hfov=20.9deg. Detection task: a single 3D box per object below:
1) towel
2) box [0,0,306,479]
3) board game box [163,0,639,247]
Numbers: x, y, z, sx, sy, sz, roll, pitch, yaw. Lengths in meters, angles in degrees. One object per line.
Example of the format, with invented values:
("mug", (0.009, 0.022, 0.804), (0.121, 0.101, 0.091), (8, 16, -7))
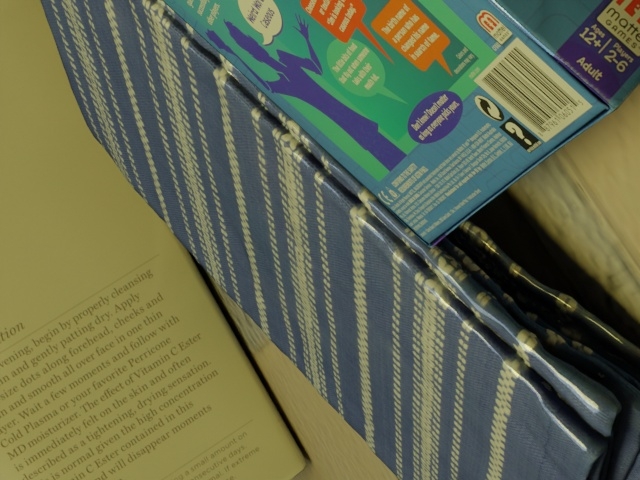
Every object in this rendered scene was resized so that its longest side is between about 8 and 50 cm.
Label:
("towel", (0.000, 0.000, 0.682), (0.336, 0.040, 0.243), (46, 163, 23))
("box", (-0.188, 0.024, 1.072), (0.345, 0.168, 0.215), (62, 163, -15))
("board game box", (-0.013, -0.099, 0.465), (0.210, 0.047, 0.160), (42, 163, -1))
